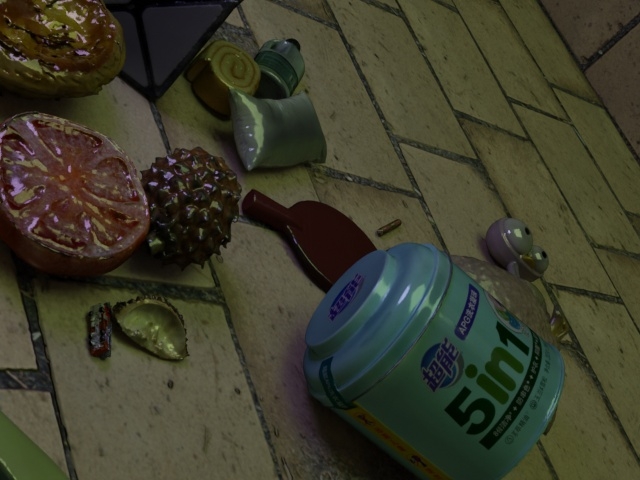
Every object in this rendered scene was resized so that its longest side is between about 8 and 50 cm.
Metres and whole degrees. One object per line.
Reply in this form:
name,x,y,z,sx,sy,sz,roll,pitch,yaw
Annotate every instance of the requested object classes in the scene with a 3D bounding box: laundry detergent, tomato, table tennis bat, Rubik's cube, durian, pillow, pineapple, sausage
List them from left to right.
tomato,-0.342,-0.050,1.411,0.236,0.095,0.237,25,44,-26
durian,-0.217,0.109,1.435,0.130,0.052,0.066,36,30,-32
Rubik's cube,-0.270,-0.432,1.789,0.259,0.255,0.260,38,30,-13
pineapple,-0.196,-0.036,1.531,0.166,0.166,0.193,43,40,-8
pillow,-0.077,-0.197,1.906,0.254,0.078,0.144,-12,91,-59
laundry detergent,-0.079,-0.334,2.090,0.099,0.070,0.226,35,33,-9
table tennis bat,0.000,0.000,1.843,0.310,0.038,0.200,30,35,-28
sausage,0.131,-0.025,2.056,0.015,0.015,0.100,52,31,8
laundry detergent,0.147,0.175,1.588,0.305,0.287,0.287,40,32,-14

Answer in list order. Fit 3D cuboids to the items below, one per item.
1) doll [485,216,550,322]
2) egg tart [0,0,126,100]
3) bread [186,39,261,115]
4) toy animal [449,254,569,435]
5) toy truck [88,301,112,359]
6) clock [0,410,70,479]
doll,0.405,0.074,2.213,0.160,0.094,0.365,40,32,-19
egg tart,-0.424,-0.303,1.575,0.290,0.115,0.290,27,38,-24
bread,-0.173,-0.288,1.926,0.122,0.073,0.149,34,34,-12
toy animal,0.290,0.158,1.870,0.358,0.188,0.226,57,37,-9
toy truck,-0.278,0.111,1.383,0.032,0.024,0.083,48,24,-47
clock,-0.376,0.278,1.003,0.235,0.096,0.308,46,31,-4
